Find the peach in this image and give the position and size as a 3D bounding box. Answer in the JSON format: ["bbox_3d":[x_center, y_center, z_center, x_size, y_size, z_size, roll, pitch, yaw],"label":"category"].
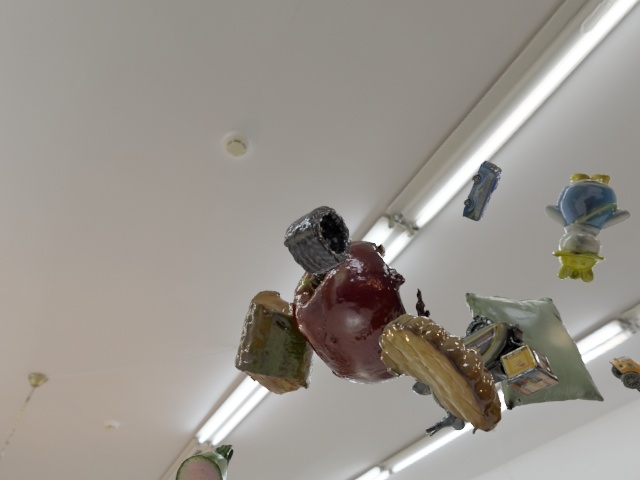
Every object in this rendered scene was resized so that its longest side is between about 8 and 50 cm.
[{"bbox_3d":[0.126,0.204,1.145,0.417,0.339,0.353,30,-68,-25],"label":"peach"}]

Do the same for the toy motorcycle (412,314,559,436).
[{"bbox_3d":[0.274,0.246,0.768,0.091,0.157,0.263,31,-57,-24],"label":"toy motorcycle"}]

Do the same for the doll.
[{"bbox_3d":[0.548,-0.032,0.872,0.135,0.240,0.098,15,-9,1],"label":"doll"}]

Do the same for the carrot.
[{"bbox_3d":[-0.136,0.339,1.298,0.242,0.241,0.339,10,-93,-13],"label":"carrot"}]

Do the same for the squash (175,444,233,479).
[{"bbox_3d":[-0.236,0.494,0.902,0.105,0.104,0.132,-13,-8,7],"label":"squash"}]

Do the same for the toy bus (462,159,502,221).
[{"bbox_3d":[0.408,-0.124,1.061,0.061,0.051,0.152,28,-51,24],"label":"toy bus"}]

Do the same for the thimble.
[{"bbox_3d":[0.001,0.000,0.640,0.066,0.104,0.095,-31,-90,31],"label":"thimble"}]

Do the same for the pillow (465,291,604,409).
[{"bbox_3d":[0.549,0.277,1.091,0.311,0.312,0.119,7,-42,-21],"label":"pillow"}]

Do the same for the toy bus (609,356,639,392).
[{"bbox_3d":[0.575,0.256,0.697,0.074,0.162,0.070,-46,-16,13],"label":"toy bus"}]

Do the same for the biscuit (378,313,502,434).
[{"bbox_3d":[0.151,0.151,0.531,0.061,0.183,0.118,-26,-56,-26],"label":"biscuit"}]
